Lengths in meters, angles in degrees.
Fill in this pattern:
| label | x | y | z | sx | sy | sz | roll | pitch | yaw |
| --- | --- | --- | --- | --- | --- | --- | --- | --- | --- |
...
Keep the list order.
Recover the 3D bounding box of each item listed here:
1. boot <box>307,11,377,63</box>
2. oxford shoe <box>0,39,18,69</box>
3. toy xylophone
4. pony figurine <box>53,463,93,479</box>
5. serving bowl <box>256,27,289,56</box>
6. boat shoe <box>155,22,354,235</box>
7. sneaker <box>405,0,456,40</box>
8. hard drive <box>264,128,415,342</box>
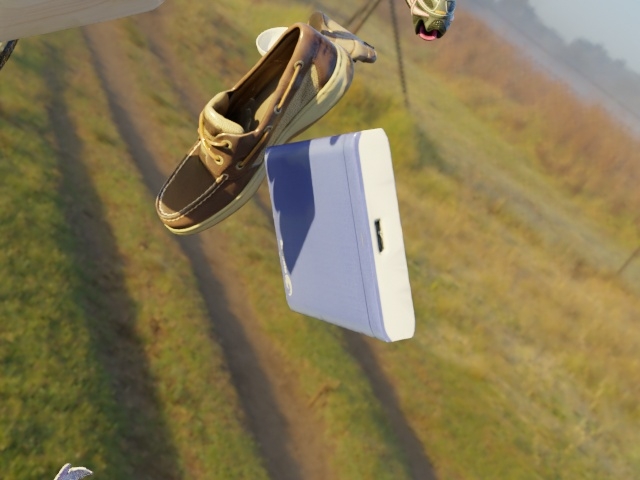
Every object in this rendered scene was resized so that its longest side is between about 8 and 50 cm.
| label | x | y | z | sx | sy | sz | roll | pitch | yaw |
| --- | --- | --- | --- | --- | --- | --- | --- | --- | --- |
| boot | 0.032 | -0.284 | 1.547 | 0.087 | 0.042 | 0.118 | 20 | 24 | -22 |
| oxford shoe | -0.405 | -0.244 | 1.253 | 0.096 | 0.082 | 0.227 | 30 | 3 | -33 |
| toy xylophone | -0.205 | -0.275 | 1.014 | 0.323 | 0.236 | 0.081 | -25 | 88 | -53 |
| pony figurine | -0.274 | 0.448 | 1.126 | 0.363 | 0.351 | 0.303 | 26 | -31 | 1 |
| serving bowl | -0.060 | -0.307 | 1.736 | 0.083 | 0.027 | 0.083 | 0 | 44 | 0 |
| boat shoe | -0.112 | -0.149 | 1.428 | 0.123 | 0.342 | 0.123 | 29 | 26 | -49 |
| sneaker | 0.145 | -0.311 | 1.483 | 0.072 | 0.077 | 0.178 | 8 | 8 | 1 |
| hard drive | 0.012 | -0.010 | 1.216 | 0.040 | 0.210 | 0.319 | -10 | 5 | -18 |
